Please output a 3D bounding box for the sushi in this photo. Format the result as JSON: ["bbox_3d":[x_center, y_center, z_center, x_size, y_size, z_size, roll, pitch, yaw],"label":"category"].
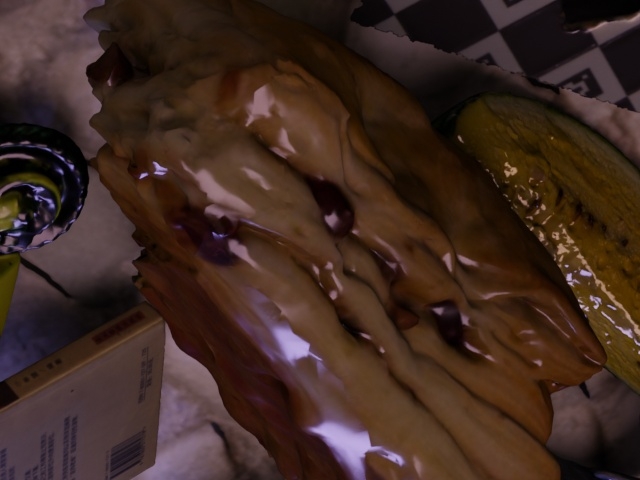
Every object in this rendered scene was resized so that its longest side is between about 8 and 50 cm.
[{"bbox_3d":[0.159,-0.198,1.144,0.220,0.047,0.231,15,127,-25],"label":"sushi"}]

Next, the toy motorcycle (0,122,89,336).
[{"bbox_3d":[-0.281,0.062,1.202,0.206,0.142,0.342,13,122,-22],"label":"toy motorcycle"}]

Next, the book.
[{"bbox_3d":[-0.199,0.145,1.258,0.231,0.026,0.161,-30,148,-32],"label":"book"}]

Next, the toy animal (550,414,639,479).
[{"bbox_3d":[0.268,0.168,1.367,0.255,0.239,0.176,-20,106,-47],"label":"toy animal"}]

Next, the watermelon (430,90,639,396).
[{"bbox_3d":[0.164,0.013,1.245,0.123,0.129,0.301,-38,110,18],"label":"watermelon"}]

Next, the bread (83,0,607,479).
[{"bbox_3d":[0.000,0.000,1.118,0.191,0.314,0.370,-38,118,-8],"label":"bread"}]
